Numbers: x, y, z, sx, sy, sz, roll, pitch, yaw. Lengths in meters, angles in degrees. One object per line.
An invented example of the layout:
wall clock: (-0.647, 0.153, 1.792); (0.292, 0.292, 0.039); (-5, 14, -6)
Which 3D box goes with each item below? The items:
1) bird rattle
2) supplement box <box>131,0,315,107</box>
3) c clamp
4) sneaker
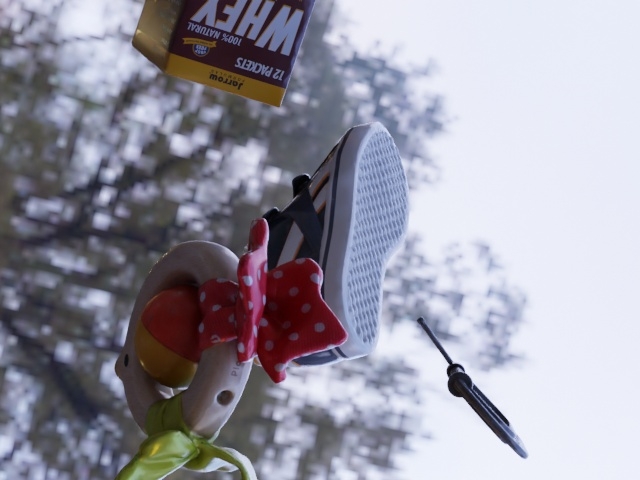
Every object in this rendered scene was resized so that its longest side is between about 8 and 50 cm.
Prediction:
bird rattle: (-0.099, 0.084, 1.537); (0.207, 0.143, 0.253); (48, -52, 50)
supplement box: (-0.092, -0.260, 2.048); (0.191, 0.129, 0.194); (-138, -115, -69)
c clamp: (0.131, 0.134, 1.712); (0.022, 0.137, 0.161); (-40, -174, 2)
sneaker: (0.000, 0.000, 1.900); (0.127, 0.126, 0.321); (-15, -150, 22)
